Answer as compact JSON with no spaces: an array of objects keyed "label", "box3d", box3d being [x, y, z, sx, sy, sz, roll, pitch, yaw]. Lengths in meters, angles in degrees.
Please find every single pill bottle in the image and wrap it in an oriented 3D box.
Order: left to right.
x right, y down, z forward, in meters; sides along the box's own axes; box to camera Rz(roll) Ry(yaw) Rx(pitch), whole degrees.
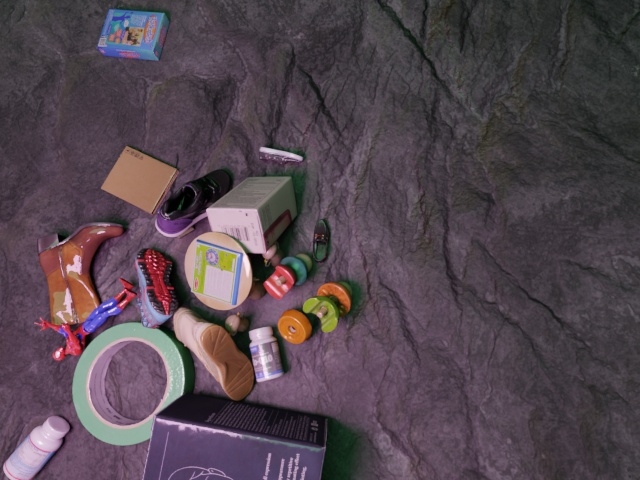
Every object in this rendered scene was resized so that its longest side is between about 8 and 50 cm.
[{"label":"pill bottle","box3d":[-0.775,0.570,1.132,0.087,0.087,0.160,38,83,12]},{"label":"pill bottle","box3d":[-0.152,0.311,1.134,0.078,0.078,0.137,-16,76,2]}]

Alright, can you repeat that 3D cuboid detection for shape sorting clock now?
[{"label":"shape sorting clock","box3d":[-0.264,0.079,1.062,0.206,0.040,0.206,4,103,18]}]

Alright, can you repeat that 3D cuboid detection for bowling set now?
[{"label":"bowling set","box3d":[-0.245,0.105,1.150,0.200,0.154,0.287,23,80,10]}]

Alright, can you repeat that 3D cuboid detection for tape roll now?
[{"label":"tape roll","box3d":[-0.521,0.393,1.153,0.321,0.077,0.321,-1,77,5]}]

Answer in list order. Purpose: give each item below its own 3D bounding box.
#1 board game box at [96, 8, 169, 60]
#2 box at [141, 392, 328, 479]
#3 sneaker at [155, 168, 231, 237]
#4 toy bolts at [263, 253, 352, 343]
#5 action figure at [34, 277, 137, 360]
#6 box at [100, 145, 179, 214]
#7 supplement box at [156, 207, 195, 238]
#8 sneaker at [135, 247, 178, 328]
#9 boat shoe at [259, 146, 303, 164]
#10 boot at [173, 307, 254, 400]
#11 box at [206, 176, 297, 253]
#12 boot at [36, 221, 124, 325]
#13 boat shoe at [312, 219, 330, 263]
[{"label":"board game box","box3d":[-0.646,-0.713,1.425,0.210,0.047,0.160,9,78,8]},{"label":"box","box3d":[-0.199,0.569,0.986,0.396,0.212,0.293,10,84,2]},{"label":"sneaker","box3d":[-0.345,-0.129,1.181,0.107,0.124,0.283,38,54,-1]},{"label":"toy bolts","box3d":[-0.041,0.149,1.157,0.228,0.158,0.218,48,126,3]},{"label":"action figure","box3d":[-0.670,0.214,1.152,0.280,0.139,0.091,-49,42,-5]},{"label":"box","box3d":[-0.578,-0.194,1.317,0.201,0.021,0.164,25,81,10]},{"label":"supplement box","box3d":[-0.434,-0.061,1.241,0.056,0.083,0.083,-31,76,-2]},{"label":"sneaker","box3d":[-0.492,0.135,1.176,0.125,0.104,0.262,-48,46,24]},{"label":"boat shoe","box3d":[-0.123,-0.257,1.278,0.142,0.049,0.040,14,98,10]},{"label":"boot","box3d":[-0.297,0.308,1.132,0.203,0.262,0.095,13,46,45]},{"label":"box","box3d":[-0.177,-0.076,1.122,0.149,0.232,0.126,2,119,20]},{"label":"boot","box3d":[-0.695,0.099,1.230,0.264,0.096,0.280,-15,82,-11]},{"label":"boat shoe","box3d":[0.002,0.000,1.208,0.049,0.042,0.133,1,76,8]}]
